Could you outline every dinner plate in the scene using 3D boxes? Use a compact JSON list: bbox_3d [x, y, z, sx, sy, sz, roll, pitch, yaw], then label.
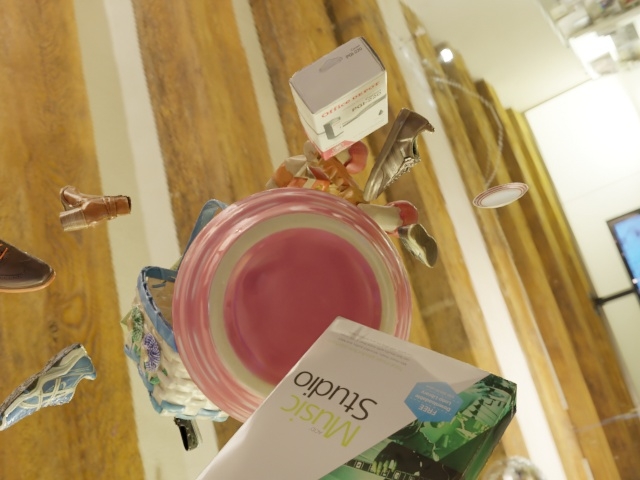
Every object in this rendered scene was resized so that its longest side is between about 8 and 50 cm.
[{"bbox_3d":[0.457,-0.110,1.835,0.017,0.141,0.141,67,-155,-19],"label":"dinner plate"}]

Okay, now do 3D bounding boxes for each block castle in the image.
[{"bbox_3d":[0.000,0.000,1.725,0.212,0.453,0.303,2,-135,-47],"label":"block castle"}]

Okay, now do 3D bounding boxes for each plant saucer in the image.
[{"bbox_3d":[-0.028,0.090,0.962,0.332,0.332,0.084,64,166,-1],"label":"plant saucer"}]

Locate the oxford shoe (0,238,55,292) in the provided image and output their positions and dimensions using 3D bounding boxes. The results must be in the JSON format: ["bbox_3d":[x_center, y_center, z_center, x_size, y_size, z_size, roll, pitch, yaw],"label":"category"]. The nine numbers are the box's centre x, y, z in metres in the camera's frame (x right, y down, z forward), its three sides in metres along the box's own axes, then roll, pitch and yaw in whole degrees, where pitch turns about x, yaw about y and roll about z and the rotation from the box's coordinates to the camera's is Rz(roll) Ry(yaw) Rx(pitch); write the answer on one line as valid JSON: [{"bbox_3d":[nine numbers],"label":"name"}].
[{"bbox_3d":[-0.701,0.036,1.544,0.098,0.271,0.097,100,-175,-50],"label":"oxford shoe"}]

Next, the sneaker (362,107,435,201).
[{"bbox_3d":[0.135,-0.137,1.275,0.071,0.189,0.066,25,-147,2],"label":"sneaker"}]

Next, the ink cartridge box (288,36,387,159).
[{"bbox_3d":[0.040,-0.262,1.366,0.092,0.158,0.218,57,177,18],"label":"ink cartridge box"}]

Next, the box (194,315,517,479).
[{"bbox_3d":[0.028,0.227,0.733,0.322,0.232,0.059,-46,-41,-37],"label":"box"}]

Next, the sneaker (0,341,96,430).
[{"bbox_3d":[-0.521,0.289,1.379,0.211,0.080,0.081,-41,-73,-25],"label":"sneaker"}]

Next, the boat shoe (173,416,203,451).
[{"bbox_3d":[-0.310,0.410,1.645,0.040,0.049,0.142,-25,-85,-42],"label":"boat shoe"}]

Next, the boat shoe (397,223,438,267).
[{"bbox_3d":[0.211,0.008,1.564,0.152,0.049,0.056,52,-124,-47],"label":"boat shoe"}]

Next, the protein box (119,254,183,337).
[{"bbox_3d":[-0.295,0.182,1.562,0.201,0.135,0.200,-51,-22,-29],"label":"protein box"}]

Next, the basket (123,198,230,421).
[{"bbox_3d":[-0.166,0.110,1.089,0.201,0.289,0.254,22,-167,-39],"label":"basket"}]

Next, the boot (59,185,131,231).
[{"bbox_3d":[-0.510,-0.082,1.654,0.197,0.152,0.073,-121,20,-56],"label":"boot"}]
